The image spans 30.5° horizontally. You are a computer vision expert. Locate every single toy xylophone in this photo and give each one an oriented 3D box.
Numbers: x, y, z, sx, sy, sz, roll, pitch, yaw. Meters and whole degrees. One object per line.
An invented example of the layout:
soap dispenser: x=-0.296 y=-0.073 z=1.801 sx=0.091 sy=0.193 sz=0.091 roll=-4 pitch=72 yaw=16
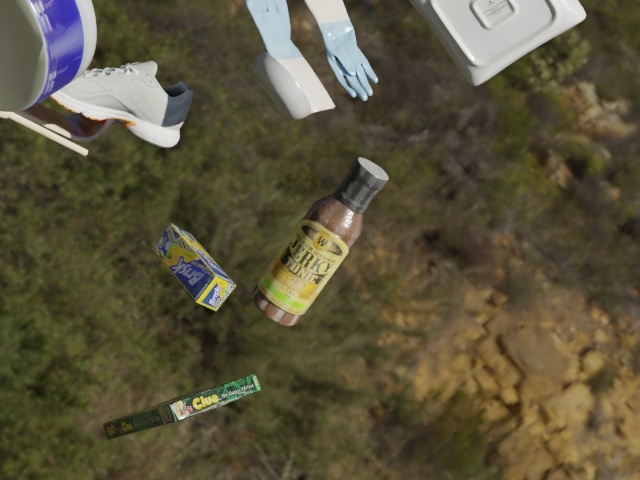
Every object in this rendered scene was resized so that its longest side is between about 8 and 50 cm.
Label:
toy xylophone: x=-0.485 y=-0.250 z=1.991 sx=0.323 sy=0.081 sz=0.236 roll=22 pitch=15 yaw=-44

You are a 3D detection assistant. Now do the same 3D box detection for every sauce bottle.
sauce bottle: x=0.000 y=0.000 z=2.177 sx=0.111 sy=0.344 sz=0.111 roll=30 pitch=19 yaw=-11

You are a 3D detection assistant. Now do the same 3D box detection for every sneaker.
sneaker: x=-0.329 y=-0.254 z=1.911 sx=0.262 sy=0.121 sz=0.099 roll=20 pitch=21 yaw=-30

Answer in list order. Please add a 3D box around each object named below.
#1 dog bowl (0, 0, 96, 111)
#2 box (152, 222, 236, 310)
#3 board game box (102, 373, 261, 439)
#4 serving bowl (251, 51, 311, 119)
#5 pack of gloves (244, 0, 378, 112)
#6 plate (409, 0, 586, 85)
dog bowl: x=-0.449 y=-0.317 z=1.643 sx=0.265 sy=0.104 sz=0.265 roll=20 pitch=-49 yaw=24
box: x=-0.215 y=0.044 z=1.982 sx=0.054 sy=0.059 sz=0.169 roll=30 pitch=11 yaw=-48
board game box: x=-0.202 y=0.237 z=1.664 sx=0.259 sy=0.136 sz=0.030 roll=-25 pitch=-94 yaw=56
serving bowl: x=-0.047 y=-0.159 z=1.246 sx=0.083 sy=0.027 sz=0.083 roll=48 pitch=-11 yaw=12
pack of gloves: x=-0.021 y=-0.304 z=1.831 sx=0.046 sy=0.195 sz=0.232 roll=-31 pitch=-101 yaw=48
plate: x=0.346 y=-0.472 z=2.348 sx=0.278 sy=0.277 sz=0.045 roll=50 pitch=24 yaw=-23
